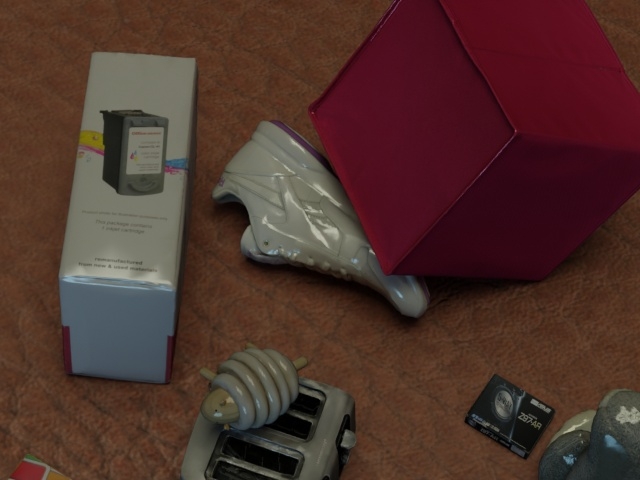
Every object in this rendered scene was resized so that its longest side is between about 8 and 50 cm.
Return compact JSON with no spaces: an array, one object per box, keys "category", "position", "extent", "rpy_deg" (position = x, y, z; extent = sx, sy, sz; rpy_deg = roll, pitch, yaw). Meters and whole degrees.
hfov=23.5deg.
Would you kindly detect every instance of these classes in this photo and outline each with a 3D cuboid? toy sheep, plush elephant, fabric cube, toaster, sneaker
[{"category":"toy sheep","position":[-0.068,0.150,1.592],"extent":[0.132,0.091,0.091],"rpy_deg":[-31,65,-28]},{"category":"plush elephant","position":[0.347,0.276,1.594],"extent":[0.272,0.330,0.255],"rpy_deg":[39,40,4]},{"category":"fabric cube","position":[0.188,-0.127,1.762],"extent":[0.258,0.254,0.259],"rpy_deg":[2,52,-38]},{"category":"toaster","position":[-0.062,0.230,1.656],"extent":[0.185,0.110,0.168],"rpy_deg":[18,58,7]},{"category":"sneaker","position":[0.000,0.000,1.826],"extent":[0.152,0.114,0.305],"rpy_deg":[-46,72,-2]}]

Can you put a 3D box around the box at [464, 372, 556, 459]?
[{"category":"box","position":[0.216,0.200,1.751],"extent":[0.083,0.018,0.067],"rpy_deg":[31,61,15]}]

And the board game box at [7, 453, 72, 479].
[{"category":"board game box","position":[-0.331,0.357,1.601],"extent":[0.124,0.039,0.259],"rpy_deg":[28,63,13]}]

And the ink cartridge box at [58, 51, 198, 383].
[{"category":"ink cartridge box","position":[-0.212,-0.025,1.735],"extent":[0.131,0.226,0.306],"rpy_deg":[4,57,-4]}]
